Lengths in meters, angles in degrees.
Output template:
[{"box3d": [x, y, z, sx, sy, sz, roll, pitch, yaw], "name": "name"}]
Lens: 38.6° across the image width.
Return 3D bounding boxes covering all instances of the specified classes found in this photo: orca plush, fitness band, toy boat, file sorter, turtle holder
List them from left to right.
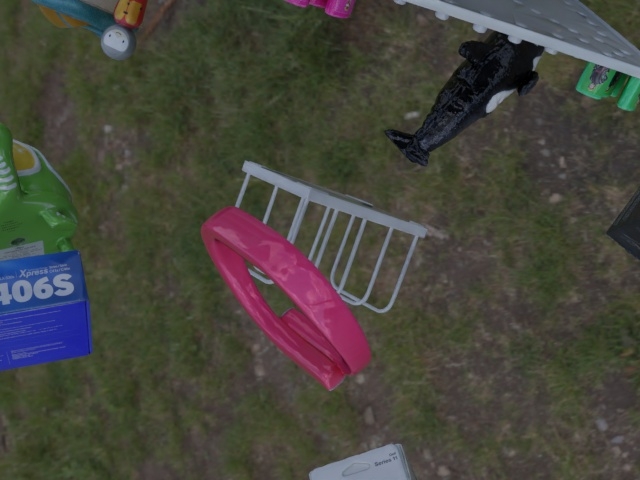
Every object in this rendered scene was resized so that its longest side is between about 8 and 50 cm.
[{"box3d": [-0.590, -0.075, 1.664, 0.243, 0.320, 0.227, -27, 68, 7], "name": "turtle holder"}, {"box3d": [-0.454, -0.457, 1.827, 0.318, 0.267, 0.148, 26, 97, 44], "name": "toy boat"}, {"box3d": [-0.045, 0.063, 1.080, 0.291, 0.054, 0.209, 29, 151, 53], "name": "fitness band"}, {"box3d": [0.000, 0.000, 1.555, 0.193, 0.277, 0.173, 26, 97, 49], "name": "file sorter"}, {"box3d": [0.208, -0.244, 1.327, 0.287, 0.102, 0.151, -35, 34, 1], "name": "orca plush"}]

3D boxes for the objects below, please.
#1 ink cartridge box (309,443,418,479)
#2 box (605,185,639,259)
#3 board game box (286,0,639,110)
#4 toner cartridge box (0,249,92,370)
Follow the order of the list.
[{"box3d": [0.084, 0.413, 1.434, 0.153, 0.208, 0.087, -20, 53, 5], "name": "ink cartridge box"}, {"box3d": [0.481, -0.007, 1.185, 0.156, 0.158, 0.093, 37, 84, 4], "name": "box"}, {"box3d": [0.128, -0.280, 1.002, 0.390, 0.390, 0.050, -101, 29, -59], "name": "board game box"}, {"box3d": [-0.457, 0.105, 1.095, 0.165, 0.347, 0.075, 110, 147, -57], "name": "toner cartridge box"}]
